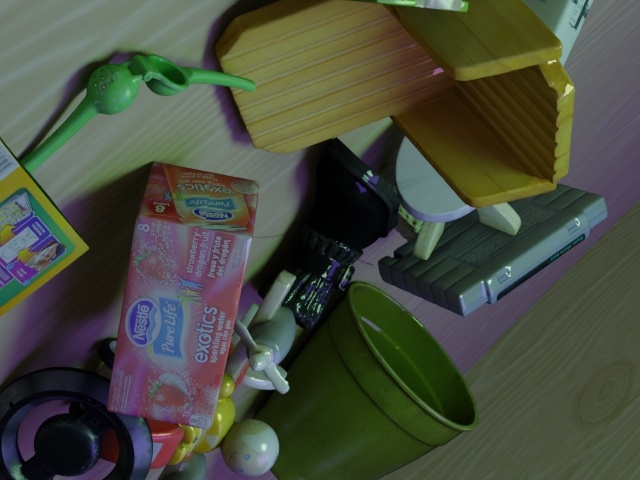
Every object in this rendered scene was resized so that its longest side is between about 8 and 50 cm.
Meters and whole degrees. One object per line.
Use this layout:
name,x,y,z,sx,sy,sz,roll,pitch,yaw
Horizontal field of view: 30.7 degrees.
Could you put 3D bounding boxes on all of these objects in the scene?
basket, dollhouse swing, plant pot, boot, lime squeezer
basket,0.184,-0.062,2.160,0.103,0.113,0.167,-42,158,-7
dollhouse swing,0.092,-0.157,1.449,0.305,0.315,0.347,-34,155,-7
plant pot,0.062,0.334,2.331,0.353,0.366,0.366,-43,161,17
boot,0.003,0.003,1.884,0.260,0.131,0.348,-46,159,-8
lime squeezer,-0.194,-0.156,1.293,0.310,0.059,0.109,-25,135,-27

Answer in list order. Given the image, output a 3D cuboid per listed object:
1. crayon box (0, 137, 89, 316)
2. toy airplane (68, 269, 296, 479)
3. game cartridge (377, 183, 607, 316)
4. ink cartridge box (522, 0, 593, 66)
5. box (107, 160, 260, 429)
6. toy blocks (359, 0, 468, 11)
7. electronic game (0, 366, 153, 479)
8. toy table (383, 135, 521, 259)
crayon box,-0.360,-0.018,1.179,0.165,0.081,0.278,-38,158,-9
toy airplane,-0.160,0.253,1.795,0.384,0.272,0.386,-43,158,-18
game cartridge,0.304,0.002,2.044,0.355,0.230,0.068,-32,125,-24
ink cartridge box,0.290,-0.351,1.567,0.087,0.153,0.208,20,95,-62
box,-0.175,0.072,1.486,0.154,0.142,0.299,-89,-169,-59
toy blocks,0.011,-0.366,1.127,0.382,0.191,0.260,-3,104,-34
electronic game,-0.341,0.275,1.576,0.229,0.229,0.048,-56,-170,18
toy table,0.227,-0.109,1.965,0.274,0.252,0.161,-46,157,-23
